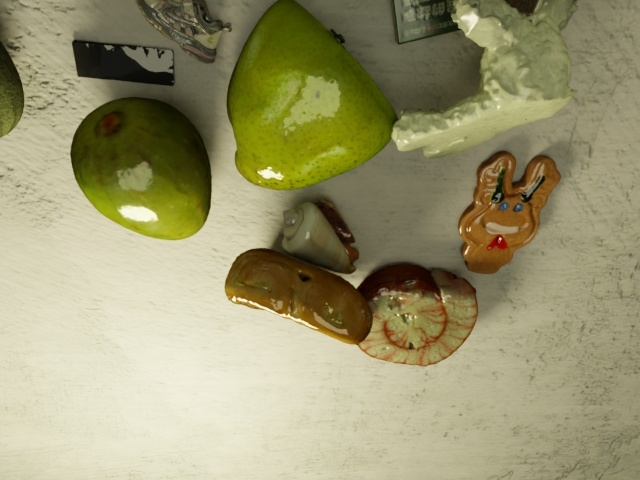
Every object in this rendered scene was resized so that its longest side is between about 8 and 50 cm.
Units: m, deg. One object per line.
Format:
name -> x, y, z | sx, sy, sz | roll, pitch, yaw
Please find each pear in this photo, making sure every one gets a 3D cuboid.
pear -> -0.049, -0.240, 0.958 | 0.318, 0.238, 0.342 | -42, 115, 12

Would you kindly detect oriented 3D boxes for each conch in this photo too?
conch -> -0.011, 0.001, 1.170 | 0.127, 0.158, 0.255 | -12, 135, 29

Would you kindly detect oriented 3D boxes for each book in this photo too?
book -> 0.224, -0.525, 0.911 | 0.202, 0.027, 0.264 | -12, 121, 3

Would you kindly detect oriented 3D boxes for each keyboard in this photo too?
keyboard -> -0.399, -0.362, 0.995 | 0.196, 0.015, 0.074 | 4, 125, -4

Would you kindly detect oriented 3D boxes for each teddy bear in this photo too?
teddy bear -> 0.308, -0.381, 0.903 | 0.375, 0.327, 0.362 | -14, 82, 36

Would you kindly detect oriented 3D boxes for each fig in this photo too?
fig -> -0.343, -0.131, 1.013 | 0.258, 0.258, 0.326 | -19, 139, 9

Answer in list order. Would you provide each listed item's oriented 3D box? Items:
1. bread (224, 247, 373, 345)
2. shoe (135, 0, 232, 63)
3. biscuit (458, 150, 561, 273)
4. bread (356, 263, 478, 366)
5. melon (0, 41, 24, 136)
bread -> -0.030, 0.126, 1.129 | 0.328, 0.337, 0.148 | 18, 82, 10
shoe -> -0.255, -0.423, 0.919 | 0.180, 0.089, 0.092 | 37, 114, -25
biscuit -> 0.448, -0.057, 1.200 | 0.202, 0.047, 0.334 | 8, 122, -7
bread -> 0.242, 0.208, 1.316 | 0.327, 0.114, 0.295 | 5, 123, -6
melon -> -0.694, -0.312, 0.881 | 0.237, 0.237, 0.302 | -25, 120, 12
